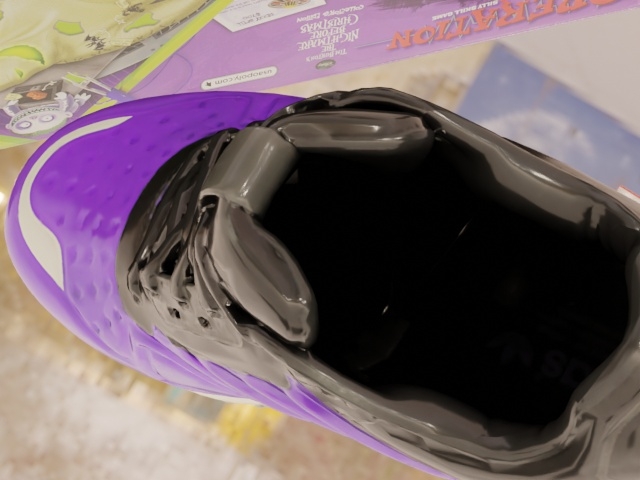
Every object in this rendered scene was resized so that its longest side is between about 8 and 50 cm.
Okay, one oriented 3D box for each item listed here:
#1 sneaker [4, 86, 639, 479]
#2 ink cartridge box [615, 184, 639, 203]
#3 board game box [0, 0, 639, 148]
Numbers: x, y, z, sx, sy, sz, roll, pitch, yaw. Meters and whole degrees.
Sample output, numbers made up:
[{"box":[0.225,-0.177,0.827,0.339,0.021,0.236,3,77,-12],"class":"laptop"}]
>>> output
[{"box":[0.001,-0.001,0.535,0.293,0.102,0.146,17,-10,36],"class":"sneaker"},{"box":[0.134,0.008,0.748,0.063,0.029,0.115,33,-5,8],"class":"ink cartridge box"},{"box":[-0.028,-0.127,0.680,0.208,0.346,0.056,96,-24,-53],"class":"board game box"}]
